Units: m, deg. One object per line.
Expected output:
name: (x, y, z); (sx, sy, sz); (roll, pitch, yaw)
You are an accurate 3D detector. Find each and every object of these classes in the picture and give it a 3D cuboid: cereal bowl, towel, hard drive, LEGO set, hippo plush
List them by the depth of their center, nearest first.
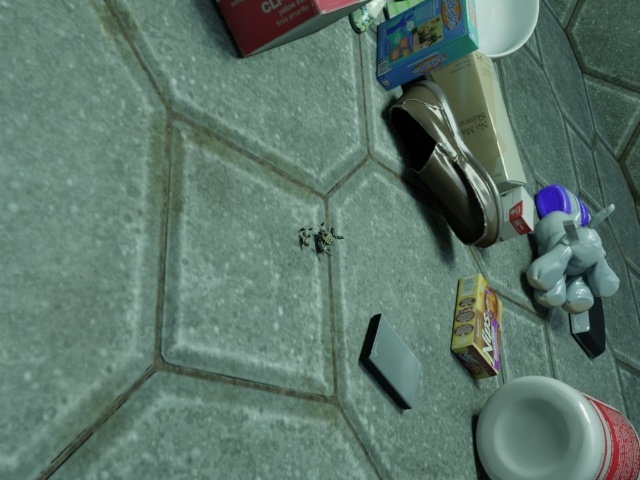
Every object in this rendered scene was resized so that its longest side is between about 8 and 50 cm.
LEGO set: (-0.001, -0.002, 1.072); (0.083, 0.023, 0.054); (21, 54, -33)
hard drive: (0.117, 0.198, 1.134); (0.135, 0.022, 0.094); (51, 38, -26)
towel: (0.213, -0.461, 1.540); (0.023, 0.113, 0.152); (131, -54, -78)
cereal bowl: (0.348, -0.577, 1.682); (0.338, 0.141, 0.339); (3, 81, -21)
hippo plush: (0.619, 0.028, 1.825); (0.237, 0.234, 0.294); (-110, -179, -63)
hard drive: (0.792, 0.203, 2.066); (0.172, 0.054, 0.255); (44, 42, -34)

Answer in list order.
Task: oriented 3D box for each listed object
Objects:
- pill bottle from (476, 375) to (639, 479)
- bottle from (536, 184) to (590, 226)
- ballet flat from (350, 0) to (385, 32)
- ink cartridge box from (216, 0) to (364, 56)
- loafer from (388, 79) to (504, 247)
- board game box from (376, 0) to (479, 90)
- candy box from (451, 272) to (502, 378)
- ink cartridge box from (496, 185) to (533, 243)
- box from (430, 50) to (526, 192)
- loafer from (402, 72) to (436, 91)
pill bottle: (0.498, 0.415, 1.384); (0.407, 0.229, 0.229); (27, 53, -46)
bottle: (0.749, -0.088, 2.115); (0.282, 0.092, 0.118); (15, 61, -51)
ballet flat: (0.107, -0.502, 1.432); (0.070, 0.070, 0.188); (44, 42, -34)
ink cartridge box: (-0.084, -0.515, 1.077); (0.385, 0.160, 0.279); (63, 34, -12)
loafer: (0.238, -0.140, 1.407); (0.130, 0.134, 0.366); (-25, 85, -33)
board game box: (0.213, -0.414, 1.407); (0.047, 0.210, 0.160); (35, 48, -41)
candy box: (0.320, 0.172, 1.410); (0.109, 0.053, 0.187); (49, 38, -29)
ink cartridge box: (0.408, -0.051, 1.573); (0.056, 0.135, 0.099); (44, 41, -29)
box: (0.345, -0.254, 1.576); (0.121, 0.148, 0.311); (0, 72, -55)
loafer: (0.247, -0.287, 1.509); (0.078, 0.080, 0.220); (-17, 88, -56)
